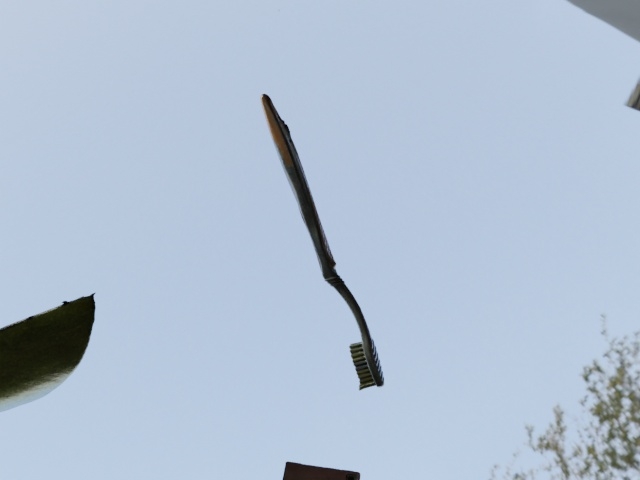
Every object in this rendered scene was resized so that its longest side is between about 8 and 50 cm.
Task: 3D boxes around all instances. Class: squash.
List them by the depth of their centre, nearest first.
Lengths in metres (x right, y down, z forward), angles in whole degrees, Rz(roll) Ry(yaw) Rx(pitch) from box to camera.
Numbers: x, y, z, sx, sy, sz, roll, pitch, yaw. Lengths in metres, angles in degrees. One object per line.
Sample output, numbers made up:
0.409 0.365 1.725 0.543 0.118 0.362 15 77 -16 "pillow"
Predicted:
-0.388 0.166 1.057 0.252 0.169 0.093 -22 -104 2 "squash"

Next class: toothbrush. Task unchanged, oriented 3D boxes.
0.000 0.000 0.902 0.037 0.028 0.375 -20 -90 19 "toothbrush"

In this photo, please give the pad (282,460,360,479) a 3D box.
-0.012 0.412 1.061 0.113 0.006 0.187 5 -112 12 "pad"
